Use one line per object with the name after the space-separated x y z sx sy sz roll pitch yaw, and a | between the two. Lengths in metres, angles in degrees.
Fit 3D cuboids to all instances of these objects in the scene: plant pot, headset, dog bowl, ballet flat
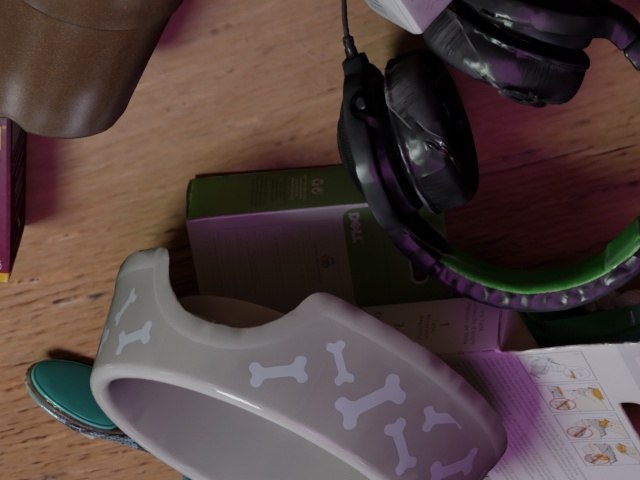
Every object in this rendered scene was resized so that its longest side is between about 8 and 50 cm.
-0.181 -0.175 1.407 0.167 0.167 0.165 16 133 -9 | plant pot
0.097 -0.111 1.404 0.394 0.185 0.243 43 111 -4 | headset
-0.029 0.140 1.540 0.349 0.102 0.349 23 159 9 | dog bowl
-0.177 0.160 1.704 0.188 0.070 0.070 20 124 -8 | ballet flat

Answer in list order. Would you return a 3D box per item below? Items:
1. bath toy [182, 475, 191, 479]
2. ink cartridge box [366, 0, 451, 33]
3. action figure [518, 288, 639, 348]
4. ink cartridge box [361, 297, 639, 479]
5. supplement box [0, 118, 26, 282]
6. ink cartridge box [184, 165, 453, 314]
0.039 0.289 1.756 0.348 0.129 0.151 9 170 -1 | bath toy
0.124 -0.310 1.261 0.332 0.065 0.165 -47 137 -7 | ink cartridge box
0.199 0.068 1.595 0.232 0.063 0.137 -7 159 17 | action figure
0.188 0.133 1.586 0.239 0.060 0.275 -7 146 23 | ink cartridge box
-0.291 -0.067 1.528 0.104 0.081 0.188 6 126 -2 | supplement box
0.000 0.000 1.576 0.209 0.062 0.109 -5 126 5 | ink cartridge box
